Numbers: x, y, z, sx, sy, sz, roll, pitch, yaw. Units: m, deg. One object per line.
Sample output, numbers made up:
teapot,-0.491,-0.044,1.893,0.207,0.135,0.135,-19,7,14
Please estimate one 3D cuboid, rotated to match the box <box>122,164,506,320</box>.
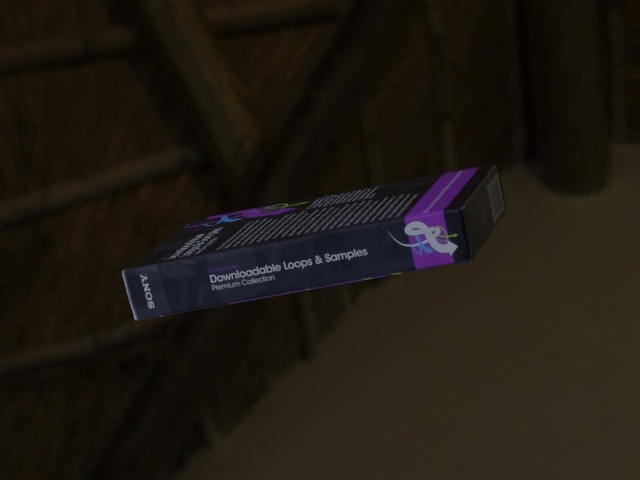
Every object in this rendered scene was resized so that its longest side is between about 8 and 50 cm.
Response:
box,0.000,0.000,0.929,0.162,0.116,0.029,-9,-80,15
